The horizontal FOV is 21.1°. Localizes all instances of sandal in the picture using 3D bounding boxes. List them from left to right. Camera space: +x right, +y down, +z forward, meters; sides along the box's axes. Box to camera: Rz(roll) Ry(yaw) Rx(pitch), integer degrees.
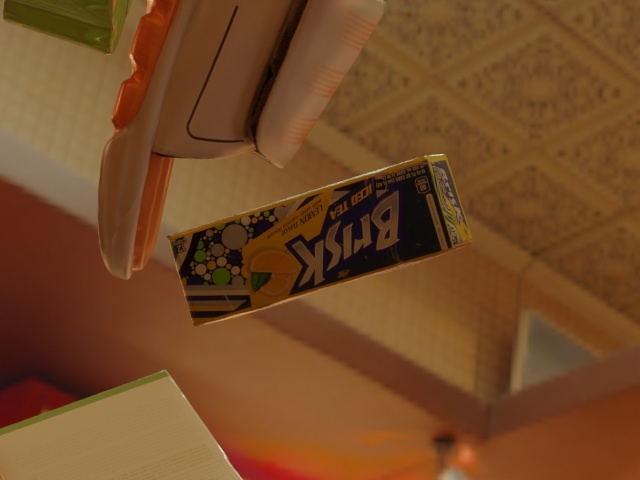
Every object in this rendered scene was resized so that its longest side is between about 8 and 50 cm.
[{"bbox_3d":[-0.010,-0.101,0.566,0.076,0.102,0.265,17,-74,-4],"label":"sandal"}]

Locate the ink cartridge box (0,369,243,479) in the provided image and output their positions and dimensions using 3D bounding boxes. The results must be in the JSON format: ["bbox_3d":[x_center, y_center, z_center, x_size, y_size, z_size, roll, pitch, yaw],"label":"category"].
[{"bbox_3d":[-0.145,0.211,1.339,0.171,0.235,0.056,-18,-47,-24],"label":"ink cartridge box"}]

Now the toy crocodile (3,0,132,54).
[{"bbox_3d":[-0.099,-0.213,0.771,0.115,0.105,0.340,21,-43,-2],"label":"toy crocodile"}]

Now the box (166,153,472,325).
[{"bbox_3d":[0.000,0.000,1.022,0.168,0.059,0.054,-17,-1,19],"label":"box"}]
